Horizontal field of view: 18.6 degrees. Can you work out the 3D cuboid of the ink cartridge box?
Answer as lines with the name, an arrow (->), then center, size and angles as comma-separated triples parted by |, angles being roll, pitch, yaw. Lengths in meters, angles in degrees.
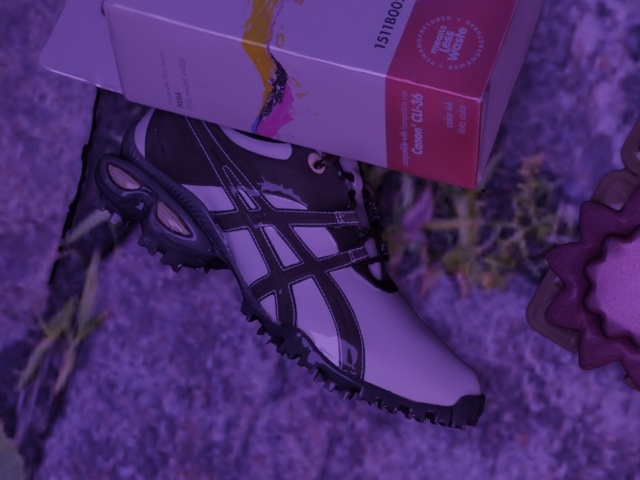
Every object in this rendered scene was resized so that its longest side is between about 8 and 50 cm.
ink cartridge box -> -0.013, -0.106, 0.811 | 0.198, 0.067, 0.115 | 15, 60, 12

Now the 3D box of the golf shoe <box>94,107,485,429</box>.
golf shoe -> 0.000, 0.000, 0.826 | 0.198, 0.077, 0.094 | 37, 97, 9

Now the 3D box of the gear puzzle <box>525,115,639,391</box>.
gear puzzle -> 0.234, -0.067, 0.791 | 0.175, 0.044, 0.339 | 31, 96, 11
